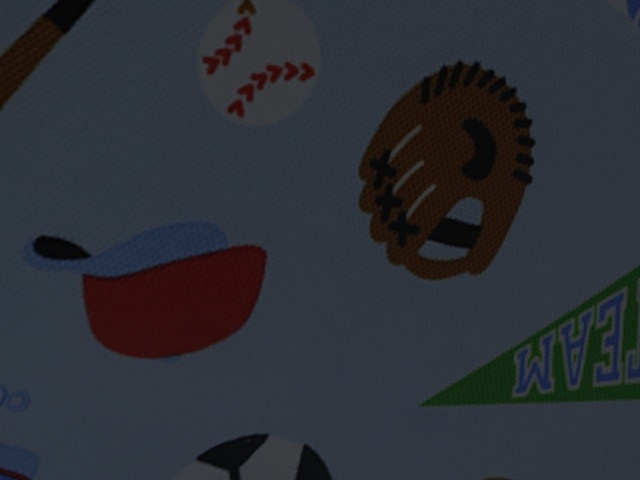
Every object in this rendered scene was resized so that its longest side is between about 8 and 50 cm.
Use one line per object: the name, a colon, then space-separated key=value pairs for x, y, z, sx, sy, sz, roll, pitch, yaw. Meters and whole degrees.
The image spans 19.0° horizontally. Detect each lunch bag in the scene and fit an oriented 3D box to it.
lunch bag: x=-0.003 y=-0.112 z=0.540 sx=0.328 sy=0.239 sz=0.385 roll=16 pitch=-85 yaw=-36
